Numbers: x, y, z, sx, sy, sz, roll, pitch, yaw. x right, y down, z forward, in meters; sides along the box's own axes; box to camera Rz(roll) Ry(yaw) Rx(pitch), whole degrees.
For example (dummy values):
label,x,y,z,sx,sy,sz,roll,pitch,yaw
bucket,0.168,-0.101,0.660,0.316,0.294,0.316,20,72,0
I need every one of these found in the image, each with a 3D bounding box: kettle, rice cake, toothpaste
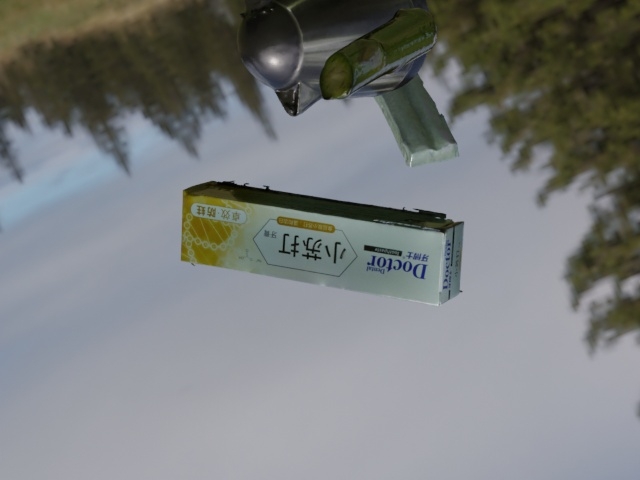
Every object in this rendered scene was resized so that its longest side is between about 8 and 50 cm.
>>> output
label,x,y,z,sx,sy,sz,roll,pitch,yaw
kettle,-0.001,-0.307,2.243,0.207,0.250,0.271,31,-147,32
rice cake,0.127,-0.208,2.410,0.085,0.226,0.040,-14,151,-20
toothpaste,0.000,0.000,1.706,0.313,0.089,0.071,9,-166,25

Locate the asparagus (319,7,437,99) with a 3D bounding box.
label,x,y,z,sx,sy,sz,roll,pitch,yaw
asparagus,0.072,-0.232,1.972,0.278,0.060,0.067,-35,151,-59
